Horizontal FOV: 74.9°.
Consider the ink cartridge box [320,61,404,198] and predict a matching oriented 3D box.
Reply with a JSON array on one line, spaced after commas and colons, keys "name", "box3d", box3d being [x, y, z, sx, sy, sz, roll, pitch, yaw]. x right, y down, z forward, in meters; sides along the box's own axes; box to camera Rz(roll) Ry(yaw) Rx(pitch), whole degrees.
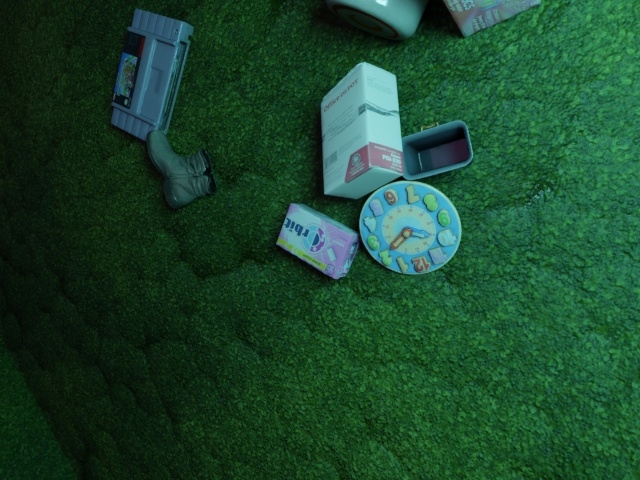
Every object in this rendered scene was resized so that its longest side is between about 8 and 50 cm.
[{"name": "ink cartridge box", "box3d": [0.077, -0.212, 0.839, 0.158, 0.092, 0.218, -24, 66, 55]}]

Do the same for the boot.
[{"name": "boot", "box3d": [-0.382, -0.223, 1.183, 0.161, 0.083, 0.247, -23, 87, 22]}]

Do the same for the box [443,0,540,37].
[{"name": "box", "box3d": [0.250, -0.471, 0.660, 0.142, 0.300, 0.154, -14, 85, 30]}]

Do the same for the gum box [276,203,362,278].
[{"name": "gum box", "box3d": [0.000, 0.000, 0.969, 0.188, 0.062, 0.107, 29, 107, 26]}]

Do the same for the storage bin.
[{"name": "storage bin", "box3d": [0.228, -0.173, 0.811, 0.135, 0.091, 0.098, -12, 86, 29]}]

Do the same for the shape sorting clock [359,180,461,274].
[{"name": "shape sorting clock", "box3d": [0.178, -0.021, 0.848, 0.206, 0.040, 0.206, 10, 122, 16]}]

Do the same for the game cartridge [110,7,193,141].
[{"name": "game cartridge", "box3d": [-0.516, -0.487, 1.249, 0.230, 0.068, 0.355, 26, 105, 22]}]

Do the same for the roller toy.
[{"name": "roller toy", "box3d": [0.117, -0.491, 0.802, 0.191, 0.209, 0.146, 23, 106, 2]}]
